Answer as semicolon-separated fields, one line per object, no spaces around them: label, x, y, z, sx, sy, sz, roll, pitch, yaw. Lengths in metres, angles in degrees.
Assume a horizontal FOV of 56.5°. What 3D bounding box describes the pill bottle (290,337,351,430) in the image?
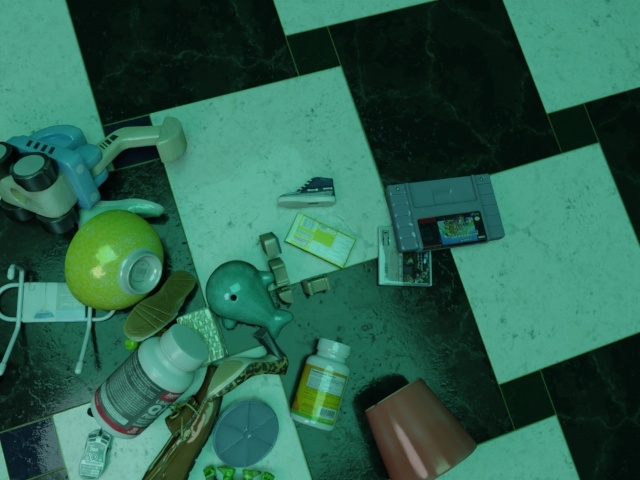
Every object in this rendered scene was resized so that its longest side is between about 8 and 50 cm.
pill bottle;0.009;0.418;1.747;0.136;0.136;0.246;19;78;-4

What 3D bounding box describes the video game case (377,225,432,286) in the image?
video game case;0.269;0.051;1.906;0.173;0.022;0.191;2;79;-7

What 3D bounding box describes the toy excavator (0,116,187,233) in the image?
toy excavator;-0.672;-0.241;1.721;0.432;0.222;0.445;17;53;20

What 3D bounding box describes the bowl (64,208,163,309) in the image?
bowl;-0.531;0.072;1.641;0.156;0.289;0.290;18;75;33

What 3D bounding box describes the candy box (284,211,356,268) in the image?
candy box;0.000;0.000;1.874;0.205;0.027;0.105;26;80;-2

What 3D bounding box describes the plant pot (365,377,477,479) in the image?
plant pot;0.271;0.547;1.709;0.274;0.275;0.243;-27;74;-11

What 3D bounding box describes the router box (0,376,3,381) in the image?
router box;-0.994;0.319;1.538;0.243;0.309;0.081;38;76;1

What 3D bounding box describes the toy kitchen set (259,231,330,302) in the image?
toy kitchen set;-0.076;0.066;1.826;0.166;0.122;0.207;-17;103;-11

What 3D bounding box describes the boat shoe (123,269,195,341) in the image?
boat shoe;-0.452;0.201;1.688;0.098;0.096;0.277;34;42;6

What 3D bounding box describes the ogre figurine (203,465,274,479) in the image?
ogre figurine;-0.239;0.708;1.685;0.196;0.097;0.118;14;67;-17

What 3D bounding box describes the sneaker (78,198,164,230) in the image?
sneaker;-0.590;-0.041;1.765;0.255;0.094;0.151;-2;75;2

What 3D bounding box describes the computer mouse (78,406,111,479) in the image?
computer mouse;-0.631;0.577;1.682;0.106;0.042;0.193;15;73;-10

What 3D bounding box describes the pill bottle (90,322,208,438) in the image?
pill bottle;-0.456;0.375;1.615;0.318;0.176;0.176;-44;88;13

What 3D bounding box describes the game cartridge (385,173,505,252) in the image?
game cartridge;0.402;-0.087;1.915;0.354;0.068;0.230;-8;70;-10

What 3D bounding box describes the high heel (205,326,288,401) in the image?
high heel;-0.198;0.398;1.700;0.261;0.093;0.186;-45;129;-25

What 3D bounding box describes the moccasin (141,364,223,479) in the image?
moccasin;-0.388;0.529;1.683;0.146;0.139;0.380;27;87;-11

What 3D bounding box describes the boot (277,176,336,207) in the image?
boot;-0.047;-0.153;1.881;0.189;0.069;0.086;-1;73;-16

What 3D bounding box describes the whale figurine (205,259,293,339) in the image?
whale figurine;-0.207;0.181;1.720;0.272;0.141;0.216;42;94;-8

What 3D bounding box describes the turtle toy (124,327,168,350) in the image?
turtle toy;-0.502;0.300;1.733;0.130;0.066;0.095;4;80;-7

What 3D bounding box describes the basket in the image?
basket;-0.345;0.284;1.738;0.113;0.103;0.167;-18;84;-10

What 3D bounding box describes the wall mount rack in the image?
wall mount rack;-0.765;0.221;1.679;0.349;0.130;0.304;0;80;-7

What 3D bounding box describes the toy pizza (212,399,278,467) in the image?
toy pizza;-0.217;0.555;1.720;0.201;0.032;0.202;-4;99;-26
